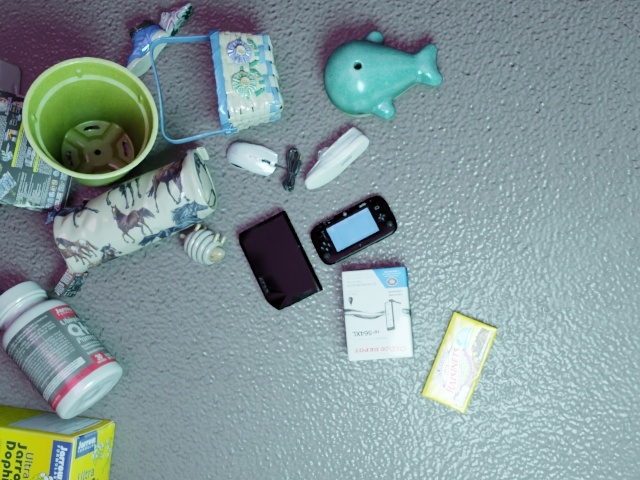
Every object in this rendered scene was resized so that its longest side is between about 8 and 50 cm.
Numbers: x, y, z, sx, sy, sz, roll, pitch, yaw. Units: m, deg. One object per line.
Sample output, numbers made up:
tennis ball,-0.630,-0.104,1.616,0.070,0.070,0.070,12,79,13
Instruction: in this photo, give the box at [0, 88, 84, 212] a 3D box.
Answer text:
box,-0.723,-0.214,1.566,0.216,0.060,0.269,13,88,-30

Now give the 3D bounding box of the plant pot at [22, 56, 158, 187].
plant pot,-0.524,-0.242,1.476,0.276,0.254,0.275,3,78,-15

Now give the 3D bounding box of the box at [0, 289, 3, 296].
box,-0.898,0.197,1.639,0.145,0.038,0.186,45,93,10

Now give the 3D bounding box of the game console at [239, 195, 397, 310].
game console,0.000,0.000,1.500,0.362,0.044,0.213,-27,82,6

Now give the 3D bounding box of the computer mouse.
computer mouse,-0.144,-0.192,1.537,0.193,0.042,0.105,16,90,10

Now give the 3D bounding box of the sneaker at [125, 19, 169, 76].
sneaker,-0.461,-0.489,1.605,0.084,0.058,0.152,44,99,15

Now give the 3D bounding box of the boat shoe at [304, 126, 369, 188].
boat shoe,0.028,-0.198,1.501,0.184,0.066,0.063,-42,67,7

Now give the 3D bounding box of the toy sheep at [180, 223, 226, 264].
toy sheep,-0.284,0.011,1.527,0.132,0.091,0.091,25,90,25

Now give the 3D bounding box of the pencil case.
pencil case,-0.440,-0.077,1.519,0.411,0.160,0.183,-23,68,7

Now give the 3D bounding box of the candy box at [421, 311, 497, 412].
candy box,0.315,0.276,1.435,0.105,0.027,0.205,21,89,14

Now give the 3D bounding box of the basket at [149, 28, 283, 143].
basket,-0.243,-0.371,1.485,0.289,0.201,0.254,-11,85,-1

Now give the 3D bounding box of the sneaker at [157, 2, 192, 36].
sneaker,-0.376,-0.575,1.606,0.069,0.038,0.098,40,93,9

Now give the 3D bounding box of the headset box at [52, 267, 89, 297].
headset box,-0.624,0.101,1.587,0.032,0.062,0.083,33,93,9

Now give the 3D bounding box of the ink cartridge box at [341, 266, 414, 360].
ink cartridge box,0.132,0.167,1.443,0.148,0.086,0.203,-6,84,9

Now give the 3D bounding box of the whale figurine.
whale figurine,0.140,-0.388,1.453,0.272,0.141,0.216,-8,84,8

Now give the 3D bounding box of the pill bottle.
pill bottle,-0.643,0.255,1.522,0.176,0.176,0.318,-45,81,4

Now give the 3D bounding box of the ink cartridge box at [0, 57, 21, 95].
ink cartridge box,-0.914,-0.389,1.655,0.220,0.092,0.160,0,87,10

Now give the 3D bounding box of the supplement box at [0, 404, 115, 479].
supplement box,-0.707,0.521,1.504,0.357,0.194,0.195,5,86,10
